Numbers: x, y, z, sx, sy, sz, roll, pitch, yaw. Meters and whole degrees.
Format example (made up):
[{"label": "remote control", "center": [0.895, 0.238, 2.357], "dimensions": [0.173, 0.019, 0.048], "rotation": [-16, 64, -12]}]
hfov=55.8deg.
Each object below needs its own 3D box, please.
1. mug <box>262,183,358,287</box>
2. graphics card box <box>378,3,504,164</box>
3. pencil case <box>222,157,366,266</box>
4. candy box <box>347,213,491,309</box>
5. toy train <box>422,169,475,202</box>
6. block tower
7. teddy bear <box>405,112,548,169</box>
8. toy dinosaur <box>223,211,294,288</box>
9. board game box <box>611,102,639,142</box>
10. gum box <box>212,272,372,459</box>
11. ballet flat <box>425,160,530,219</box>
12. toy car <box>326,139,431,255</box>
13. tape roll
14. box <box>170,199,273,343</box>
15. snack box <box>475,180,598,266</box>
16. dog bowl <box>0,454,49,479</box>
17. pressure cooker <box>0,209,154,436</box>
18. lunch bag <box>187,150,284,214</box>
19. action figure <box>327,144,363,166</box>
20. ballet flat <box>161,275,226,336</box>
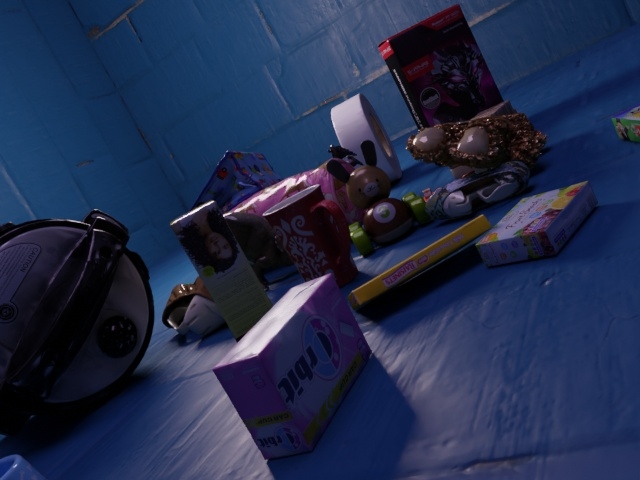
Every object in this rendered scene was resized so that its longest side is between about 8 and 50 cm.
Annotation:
[{"label": "mug", "center": [-0.009, 0.004, 1.036], "dimensions": [0.113, 0.169, 0.150], "rotation": [-29, 10, -7]}, {"label": "graphics card box", "center": [0.344, -0.419, 1.647], "dimensions": [0.232, 0.371, 0.094], "rotation": [-29, 9, -10]}, {"label": "pencil case", "center": [-0.066, -0.054, 1.430], "dimensions": [0.386, 0.167, 0.160], "rotation": [-23, 56, 34]}, {"label": "candy box", "center": [0.133, 0.033, 0.836], "dimensions": [0.205, 0.027, 0.105], "rotation": [-30, -6, -6]}, {"label": "toy train", "center": [0.264, -0.103, 1.201], "dimensions": [0.166, 0.046, 0.125], "rotation": [-24, 11, 23]}, {"label": "block tower", "center": [0.393, -0.247, 1.456], "dimensions": [0.097, 0.091, 0.335], "rotation": [-21, 11, 37]}, {"label": "teddy bear", "center": [0.304, -0.177, 1.156], "dimensions": [0.245, 0.113, 0.338], "rotation": [-1, 12, 22]}, {"label": "toy dinosaur", "center": [-0.154, 0.005, 1.323], "dimensions": [0.121, 0.313, 0.160], "rotation": [-30, -38, -82]}, {"label": "board game box", "center": [0.621, -0.229, 0.875], "dimensions": [0.317, 0.046, 0.213], "rotation": [-26, 11, 10]}, {"label": "gum box", "center": [-0.019, 0.123, 0.641], "dimensions": [0.062, 0.107, 0.188], "rotation": [-22, 12, 31]}, {"label": "ballet flat", "center": [0.266, -0.079, 1.033], "dimensions": [0.188, 0.070, 0.070], "rotation": [-27, 9, 22]}, {"label": "toy car", "center": [0.099, -0.093, 1.174], "dimensions": [0.155, 0.188, 0.149], "rotation": [-29, 10, 3]}, {"label": "tape roll", "center": [0.142, -0.294, 1.825], "dimensions": [0.100, 0.286, 0.286], "rotation": [-26, 10, 17]}, {"label": "box", "center": [-0.159, 0.053, 1.012], "dimensions": [0.087, 0.232, 0.058], "rotation": [-31, 13, -10]}, {"label": "snack box", "center": [0.277, -0.021, 0.772], "dimensions": [0.141, 0.037, 0.100], "rotation": [-36, 11, -38]}, {"label": "dog bowl", "center": [-0.470, 0.367, 0.730], "dimensions": [0.297, 0.074, 0.166], "rotation": [-29, 10, -9]}, {"label": "pressure cooker", "center": [-0.528, 0.145, 1.170], "dimensions": [0.375, 0.370, 0.420], "rotation": [-15, 0, -40]}, {"label": "lunch bag", "center": [-0.259, -0.096, 1.650], "dimensions": [0.293, 0.138, 0.221], "rotation": [-43, -7, 17]}, {"label": "action figure", "center": [0.024, -0.096, 1.555], "dimensions": [0.276, 0.140, 0.164], "rotation": [-63, 32, 17]}, {"label": "ballet flat", "center": [-0.246, 0.137, 1.237], "dimensions": [0.342, 0.116, 0.124], "rotation": [-15, 37, 54]}]
